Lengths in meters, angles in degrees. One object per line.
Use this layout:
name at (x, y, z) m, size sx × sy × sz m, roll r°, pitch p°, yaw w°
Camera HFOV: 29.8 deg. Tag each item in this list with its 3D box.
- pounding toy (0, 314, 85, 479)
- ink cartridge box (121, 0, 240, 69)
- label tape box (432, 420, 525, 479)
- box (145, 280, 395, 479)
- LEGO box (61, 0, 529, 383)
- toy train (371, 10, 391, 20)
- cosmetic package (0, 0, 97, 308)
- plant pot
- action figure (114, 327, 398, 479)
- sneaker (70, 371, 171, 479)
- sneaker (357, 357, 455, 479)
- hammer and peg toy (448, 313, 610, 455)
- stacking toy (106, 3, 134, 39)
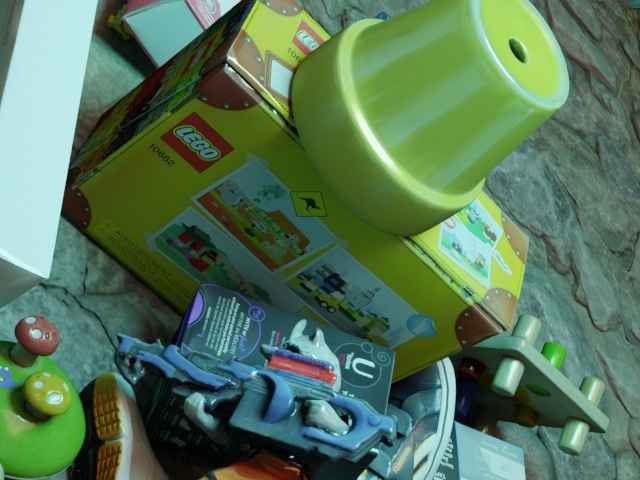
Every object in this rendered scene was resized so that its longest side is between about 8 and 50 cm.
pounding toy at (-0.330, 0.161, 1.285) m, size 0.183 × 0.110 × 0.237 m, roll 45°, pitch 26°, yaw 10°
ink cartridge box at (-0.170, -0.362, 1.809) m, size 0.207 × 0.117 × 0.283 m, roll 55°, pitch 33°, yaw -39°
label tape box at (0.192, 0.441, 1.730) m, size 0.249 × 0.115 × 0.347 m, roll 27°, pitch 47°, yaw -34°
box at (-0.062, 0.192, 1.514) m, size 0.270 × 0.143 × 0.165 m, roll 21°, pitch 49°, yaw -8°
LEGO box at (-0.036, -0.029, 1.576) m, size 0.500 × 0.372 × 0.193 m, roll 43°, pitch 40°, yaw -21°
toy train at (0.130, -0.321, 2.169) m, size 0.184 × 0.105 × 0.080 m, roll 44°, pitch 41°, yaw -19°
cosmetic package at (-0.380, -0.079, 1.297) m, size 0.097 × 0.284 × 0.377 m, roll 28°, pitch 48°, yaw -33°
plant pot at (0.137, -0.164, 1.360) m, size 0.254 × 0.239 × 0.254 m, roll 27°, pitch 48°, yaw -35°
action figure at (-0.095, 0.237, 1.347) m, size 0.330 × 0.341 × 0.178 m, roll -59°, pitch 157°, yaw -22°
sneaker at (-0.218, 0.285, 1.406) m, size 0.121 × 0.099 × 0.262 m, roll 9°, pitch 67°, yaw -54°
sneaker at (0.082, 0.288, 1.621) m, size 0.127 × 0.126 × 0.321 m, roll 23°, pitch 79°, yaw -34°
hammer and peg toy at (0.244, 0.186, 1.830) m, size 0.361 × 0.266 × 0.127 m, roll 41°, pitch 64°, yaw -31°
stacking toy at (-0.331, -0.416, 1.763) m, size 0.221 × 0.052 × 0.167 m, roll 35°, pitch 44°, yaw -27°
